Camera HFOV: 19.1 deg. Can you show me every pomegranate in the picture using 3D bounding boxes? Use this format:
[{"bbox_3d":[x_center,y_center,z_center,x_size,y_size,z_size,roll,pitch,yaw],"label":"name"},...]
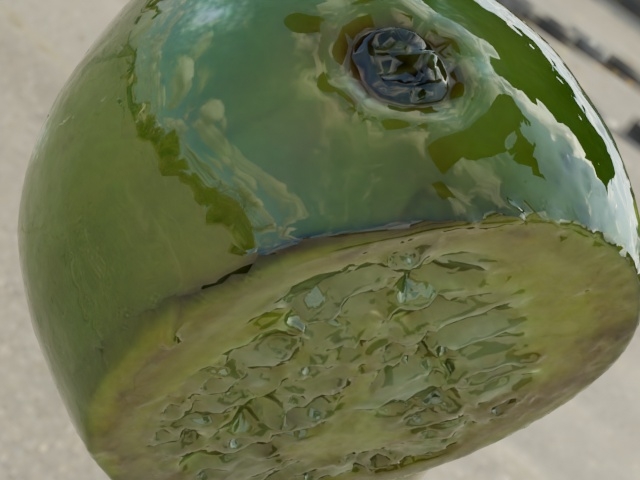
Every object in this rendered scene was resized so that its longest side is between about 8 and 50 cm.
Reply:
[{"bbox_3d":[0.010,-0.008,0.638,0.241,0.190,0.159,35,32,-50],"label":"pomegranate"}]
